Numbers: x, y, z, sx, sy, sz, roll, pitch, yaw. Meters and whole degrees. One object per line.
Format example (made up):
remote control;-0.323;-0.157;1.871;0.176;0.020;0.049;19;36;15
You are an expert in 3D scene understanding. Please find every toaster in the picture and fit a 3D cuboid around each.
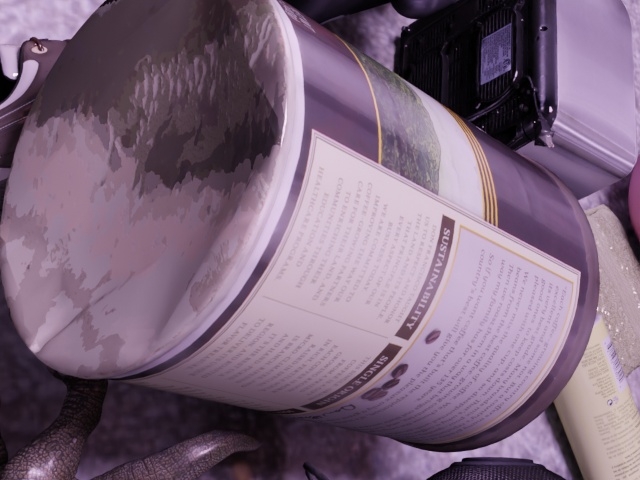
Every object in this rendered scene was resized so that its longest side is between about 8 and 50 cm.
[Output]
toaster;0.143;-0.106;0.745;0.110;0.168;0.185;21;61;-31

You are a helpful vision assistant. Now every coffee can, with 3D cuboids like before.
coffee can;0.000;0.000;0.535;0.275;0.201;0.201;22;60;-46

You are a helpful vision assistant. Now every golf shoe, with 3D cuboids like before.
golf shoe;-0.144;-0.097;0.586;0.094;0.077;0.198;47;51;-13

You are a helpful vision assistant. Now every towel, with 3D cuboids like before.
towel;0.257;0.044;0.867;0.110;0.027;0.148;-24;88;-39

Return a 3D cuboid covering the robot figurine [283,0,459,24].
robot figurine;0.009;-0.249;0.691;0.278;0.174;0.209;-29;104;-40

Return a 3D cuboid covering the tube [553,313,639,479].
tube;0.239;0.180;0.790;0.070;0.062;0.240;-23;94;3

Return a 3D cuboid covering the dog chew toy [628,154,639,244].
dog chew toy;0.406;0.040;0.880;0.207;0.207;0.331;-16;92;-40

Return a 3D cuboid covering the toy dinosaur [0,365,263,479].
toy dinosaur;-0.176;0.142;0.469;0.313;0.121;0.160;1;85;-42

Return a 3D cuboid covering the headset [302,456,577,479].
headset;0.120;0.240;0.589;0.394;0.185;0.243;39;53;-33
